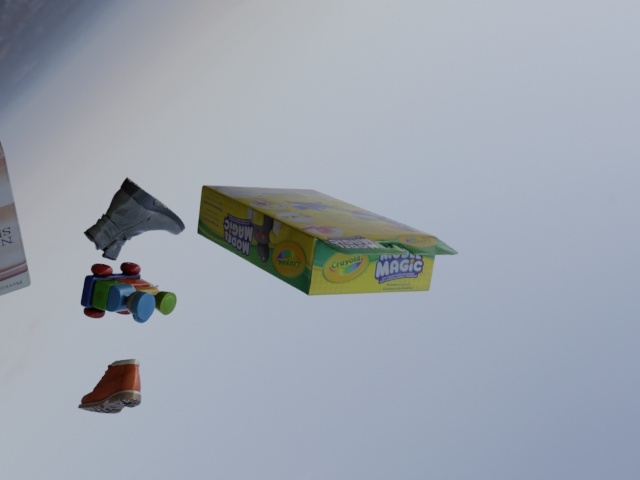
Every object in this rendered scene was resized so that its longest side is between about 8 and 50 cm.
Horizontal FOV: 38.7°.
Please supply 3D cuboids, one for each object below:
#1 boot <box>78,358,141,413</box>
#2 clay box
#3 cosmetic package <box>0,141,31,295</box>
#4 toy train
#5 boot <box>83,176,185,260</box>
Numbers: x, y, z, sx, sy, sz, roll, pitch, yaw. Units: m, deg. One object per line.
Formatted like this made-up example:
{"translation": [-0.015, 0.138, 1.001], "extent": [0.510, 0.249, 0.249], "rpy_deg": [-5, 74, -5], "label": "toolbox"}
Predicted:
{"translation": [-0.367, 0.257, 1.600], "extent": [0.158, 0.059, 0.084], "rpy_deg": [-23, -121, 36], "label": "boot"}
{"translation": [0.000, 0.000, 0.788], "extent": [0.222, 0.127, 0.053], "rpy_deg": [27, -68, 53], "label": "clay box"}
{"translation": [-0.491, -0.044, 1.217], "extent": [0.153, 0.129, 0.296], "rpy_deg": [-19, 151, -21], "label": "cosmetic package"}
{"translation": [-0.346, 0.109, 1.821], "extent": [0.143, 0.248, 0.105], "rpy_deg": [15, -83, 26], "label": "toy train"}
{"translation": [-0.395, -0.025, 1.915], "extent": [0.083, 0.246, 0.161], "rpy_deg": [37, -94, 25], "label": "boot"}
